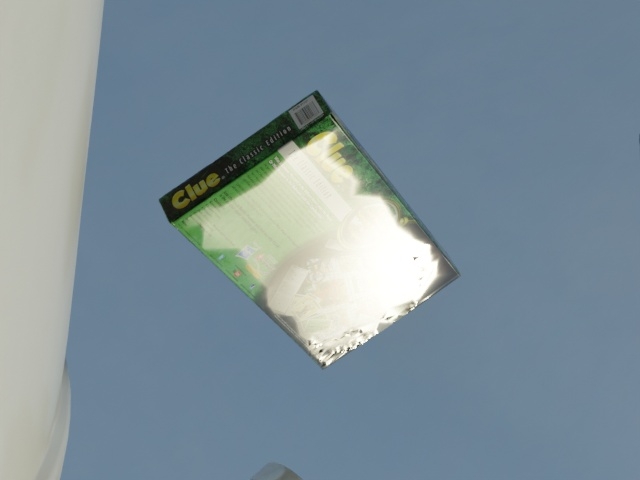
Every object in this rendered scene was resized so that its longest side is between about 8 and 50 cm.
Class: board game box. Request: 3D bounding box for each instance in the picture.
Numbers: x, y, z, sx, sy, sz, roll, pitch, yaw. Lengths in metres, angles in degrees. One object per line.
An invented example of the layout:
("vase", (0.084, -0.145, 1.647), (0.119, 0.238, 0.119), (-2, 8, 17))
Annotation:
("board game box", (0.000, 0.000, 1.301), (0.136, 0.259, 0.030), (-32, -126, 7))

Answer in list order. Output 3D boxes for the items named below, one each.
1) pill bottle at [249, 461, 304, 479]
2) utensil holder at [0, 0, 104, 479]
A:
("pill bottle", (-0.073, 0.238, 1.268), (0.094, 0.169, 0.094), (38, -27, 24))
("utensil holder", (-0.252, -0.047, 0.728), (0.328, 0.327, 0.385), (29, -43, 13))
